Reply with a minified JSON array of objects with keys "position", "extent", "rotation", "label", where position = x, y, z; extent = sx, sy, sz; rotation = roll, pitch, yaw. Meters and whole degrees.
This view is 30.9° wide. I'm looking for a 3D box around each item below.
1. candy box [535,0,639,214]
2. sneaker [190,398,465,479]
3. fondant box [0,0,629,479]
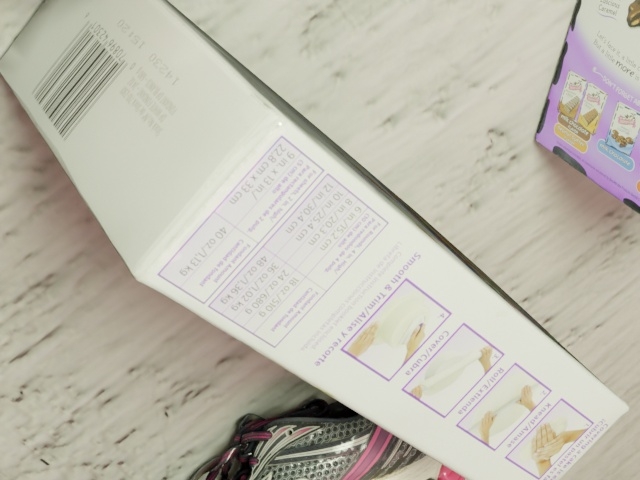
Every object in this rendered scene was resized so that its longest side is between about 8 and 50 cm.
[{"position":[0.242,-0.121,0.768],"extent":[0.070,0.165,0.196],"rotation":[-3,121,-30],"label":"candy box"},{"position":[-0.046,0.187,0.849],"extent":[0.299,0.121,0.112],"rotation":[-26,100,-13],"label":"sneaker"},{"position":[0.000,0.000,0.654],"extent":[0.096,0.238,0.330],"rotation":[-50,131,6],"label":"fondant box"}]
